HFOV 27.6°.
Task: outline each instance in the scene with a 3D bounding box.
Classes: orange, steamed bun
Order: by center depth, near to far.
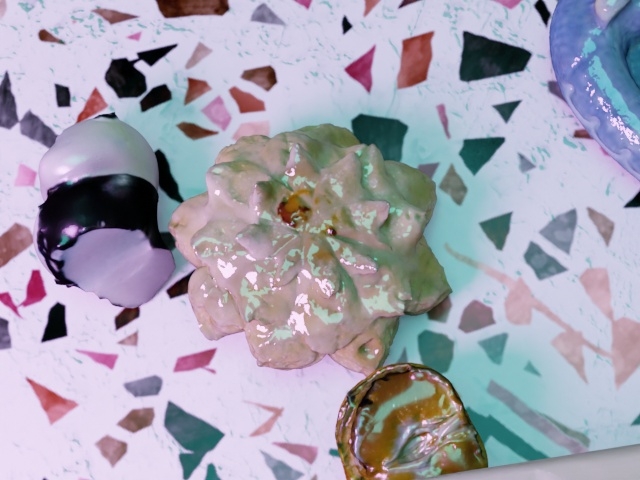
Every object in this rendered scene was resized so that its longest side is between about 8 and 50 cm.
[{"bbox_3d":[0.090,0.203,1.298,0.160,0.112,0.170,25,102,2],"label":"orange"},{"bbox_3d":[0.000,0.000,1.340,0.292,0.137,0.295,-19,72,-12],"label":"steamed bun"}]

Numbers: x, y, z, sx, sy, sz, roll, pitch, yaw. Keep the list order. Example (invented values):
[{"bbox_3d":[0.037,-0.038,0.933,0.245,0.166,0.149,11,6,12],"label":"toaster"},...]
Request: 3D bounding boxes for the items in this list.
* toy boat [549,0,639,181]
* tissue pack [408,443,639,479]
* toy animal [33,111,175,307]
[{"bbox_3d":[0.384,-0.166,1.362,0.215,0.123,0.330,-41,75,-4],"label":"toy boat"},{"bbox_3d":[0.170,0.336,1.140,0.380,0.297,0.207,-11,48,6],"label":"tissue pack"},{"bbox_3d":[-0.237,-0.037,1.393,0.138,0.166,0.179,-10,61,-3],"label":"toy animal"}]
